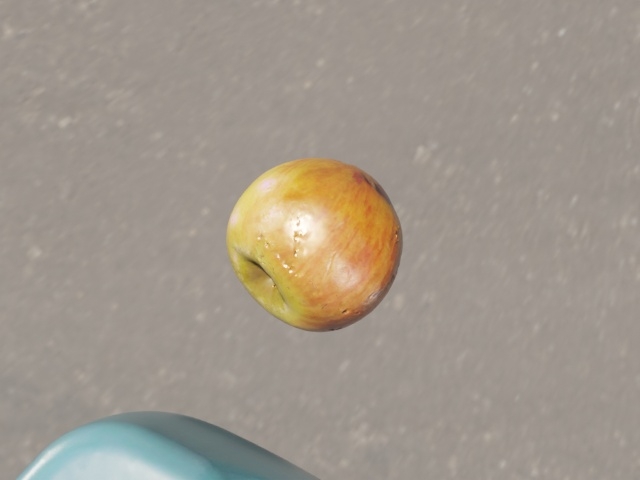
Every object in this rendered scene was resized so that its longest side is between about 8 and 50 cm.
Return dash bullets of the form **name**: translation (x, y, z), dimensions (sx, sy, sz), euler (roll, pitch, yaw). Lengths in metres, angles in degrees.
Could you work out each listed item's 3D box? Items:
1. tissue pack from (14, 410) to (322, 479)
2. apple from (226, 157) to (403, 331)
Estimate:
- **tissue pack**: translation (-0.010, 0.205, 0.735), dimensions (0.287, 0.206, 0.198), euler (35, 88, 17)
- **apple**: translation (0.000, 0.000, 1.566), dimensions (0.146, 0.146, 0.146), euler (6, 110, 16)
